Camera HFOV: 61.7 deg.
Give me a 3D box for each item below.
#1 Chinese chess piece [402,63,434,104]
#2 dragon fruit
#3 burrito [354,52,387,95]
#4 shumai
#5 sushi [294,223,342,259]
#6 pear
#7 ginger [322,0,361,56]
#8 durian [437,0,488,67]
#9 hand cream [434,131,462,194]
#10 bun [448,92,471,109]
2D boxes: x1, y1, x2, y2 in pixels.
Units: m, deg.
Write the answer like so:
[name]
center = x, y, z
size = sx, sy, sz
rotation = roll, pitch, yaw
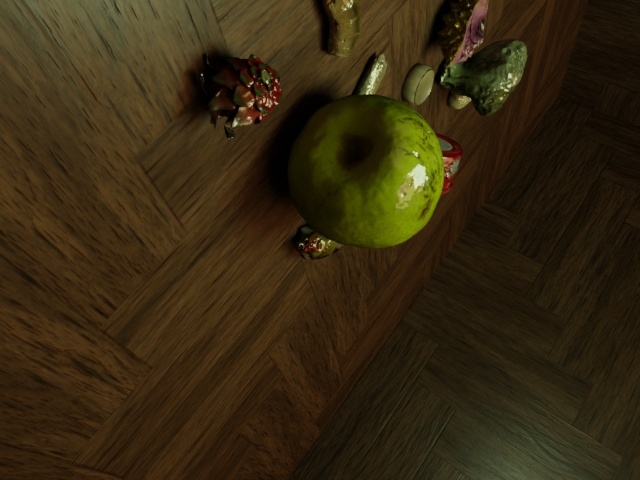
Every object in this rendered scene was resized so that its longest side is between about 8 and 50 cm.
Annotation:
[Chinese chess piece]
center = 0.299, -0.476, 1.639
size = 0.122, 0.051, 0.122
rotation = -45, 154, -29
[dragon fruit]
center = -0.138, -0.261, 0.949
size = 0.142, 0.130, 0.121
rotation = -8, 146, -10
[burrito]
center = 0.124, -0.395, 1.395
size = 0.188, 0.045, 0.058
rotation = -66, 162, 10
[shumai]
center = 0.521, -0.550, 1.737
size = 0.260, 0.222, 0.225
rotation = -49, -161, 45
[sushi]
center = -0.001, -0.004, 1.542
size = 0.097, 0.103, 0.226
rotation = -40, 168, 26
[pear]
center = 0.110, -0.152, 1.275
size = 0.391, 0.391, 0.391
rotation = -44, 152, -31
[ginger]
center = 0.047, -0.465, 1.139
size = 0.095, 0.069, 0.190
rotation = -30, 152, -5
[durian]
center = 0.434, -0.662, 1.632
size = 0.341, 0.112, 0.191
rotation = -47, 145, -45
[hand cream]
center = 0.341, -0.261, 1.756
size = 0.230, 0.230, 0.149
rotation = -30, 139, -48
[bun]
center = 0.525, -0.535, 1.987
size = 0.115, 0.069, 0.115
rotation = -44, 153, -29
